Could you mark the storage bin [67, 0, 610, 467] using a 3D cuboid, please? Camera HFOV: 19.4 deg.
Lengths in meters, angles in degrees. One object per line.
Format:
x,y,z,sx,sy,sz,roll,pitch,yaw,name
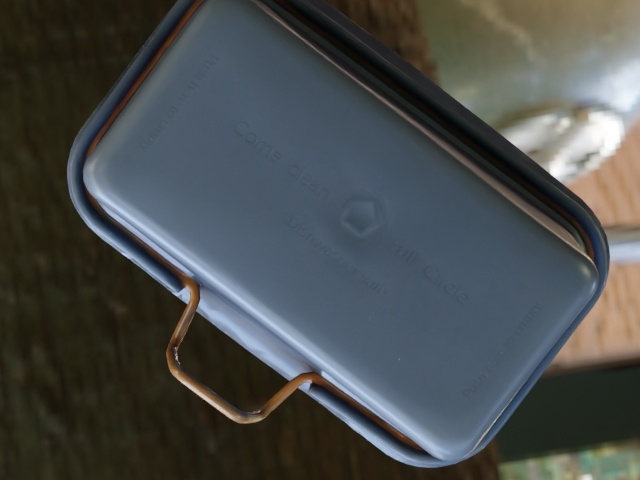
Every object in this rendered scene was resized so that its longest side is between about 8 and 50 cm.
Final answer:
0.000,0.000,0.447,0.098,0.135,0.091,-52,180,2,storage bin
